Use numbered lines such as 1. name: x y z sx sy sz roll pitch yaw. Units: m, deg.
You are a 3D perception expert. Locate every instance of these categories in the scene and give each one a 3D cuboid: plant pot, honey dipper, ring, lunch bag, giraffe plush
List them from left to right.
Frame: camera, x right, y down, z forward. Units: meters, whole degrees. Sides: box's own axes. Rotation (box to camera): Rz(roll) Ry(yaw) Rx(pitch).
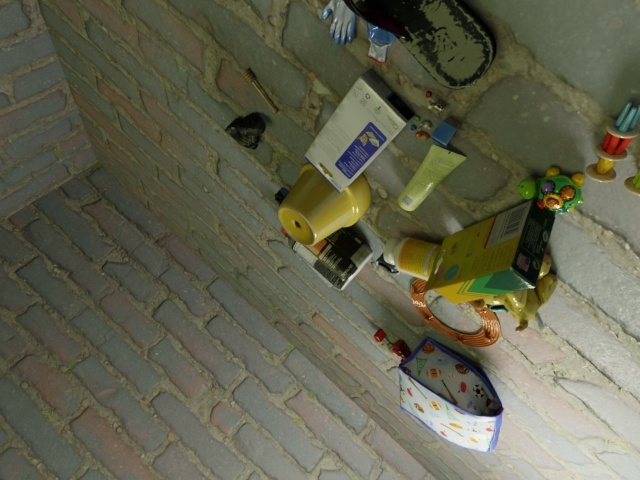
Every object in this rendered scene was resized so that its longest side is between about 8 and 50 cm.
1. honey dipper: -0.192 -0.477 1.376 0.161 0.030 0.030 51 152 -18
2. plant pot: -0.004 -0.118 1.376 0.254 0.239 0.254 34 150 22
3. ring: 0.453 0.255 1.478 0.336 0.032 0.337 33 149 23
4. lunch bag: 0.518 0.618 1.664 0.385 0.239 0.328 31 148 39
5. giraffe plush: 0.492 0.124 1.122 0.170 0.181 0.210 22 128 57

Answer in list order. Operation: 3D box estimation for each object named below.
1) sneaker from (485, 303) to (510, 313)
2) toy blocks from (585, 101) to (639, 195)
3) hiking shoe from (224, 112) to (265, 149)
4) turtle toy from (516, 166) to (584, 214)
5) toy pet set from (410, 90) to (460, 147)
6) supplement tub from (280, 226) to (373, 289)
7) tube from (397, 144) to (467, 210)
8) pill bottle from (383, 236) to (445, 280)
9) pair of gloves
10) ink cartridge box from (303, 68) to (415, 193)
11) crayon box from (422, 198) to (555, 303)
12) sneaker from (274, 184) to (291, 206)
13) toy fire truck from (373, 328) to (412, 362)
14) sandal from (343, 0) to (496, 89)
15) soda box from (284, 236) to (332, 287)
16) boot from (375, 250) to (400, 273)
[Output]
1. sneaker: 0.501 0.170 1.254 0.166 0.076 0.065 4 131 51
2. toy blocks: 0.562 -0.163 0.756 0.123 0.054 0.148 29 148 28
3. hiking shoe: -0.247 -0.385 1.533 0.226 0.086 0.114 16 154 51
4. turtle toy: 0.492 -0.102 0.915 0.130 0.066 0.095 26 146 32
5. toy pet set: 0.261 -0.265 1.009 0.114 0.065 0.122 37 151 14
6. supplement tub: 0.019 0.013 1.567 0.316 0.193 0.194 42 152 8
7. tube: 0.282 -0.163 1.129 0.062 0.070 0.240 61 155 17
8. pill bottle: 0.304 0.055 1.321 0.208 0.117 0.118 18 142 41
9. pair of gloves: 0.088 -0.494 0.963 0.198 0.023 0.159 30 150 13
10. ink cartridge box: 0.091 -0.281 1.163 0.165 0.065 0.332 46 141 -2
11. crayon box: 0.407 0.043 1.069 0.081 0.202 0.318 35 154 -11
12. sneaker: -0.115 -0.136 1.660 0.152 0.084 0.058 49 152 -7
13. toy fire truck: 0.337 0.488 1.925 0.135 0.047 0.192 -4 126 55
14. sandal: 0.148 -0.467 0.816 0.445 0.107 0.167 41 137 2
15. soda box: -0.014 0.056 1.768 0.286 0.098 0.091 48 152 -4
16. boot: 0.282 0.089 1.428 0.190 0.086 0.069 25 146 33
